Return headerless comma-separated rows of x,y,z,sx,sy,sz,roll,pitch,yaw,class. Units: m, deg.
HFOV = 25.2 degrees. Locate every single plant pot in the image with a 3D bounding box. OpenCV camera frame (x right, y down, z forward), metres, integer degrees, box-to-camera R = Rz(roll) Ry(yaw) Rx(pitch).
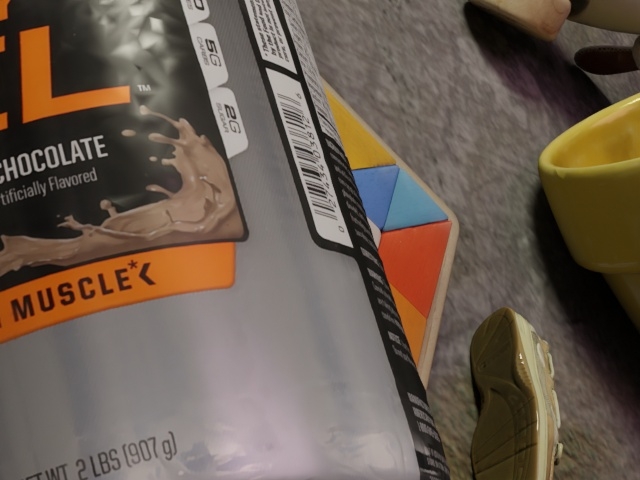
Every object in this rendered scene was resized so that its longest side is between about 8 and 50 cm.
0.317,0.006,1.047,0.254,0.254,0.239,-39,109,-58,plant pot

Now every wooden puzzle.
0.000,0.000,0.762,0.221,0.044,0.239,43,40,-31,wooden puzzle

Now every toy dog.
0.250,-0.215,1.214,0.334,0.220,0.161,46,2,-30,toy dog

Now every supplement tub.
-0.093,-0.018,0.540,0.207,0.207,0.338,11,53,-48,supplement tub

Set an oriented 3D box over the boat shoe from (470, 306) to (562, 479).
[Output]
0.123,0.107,0.860,0.048,0.056,0.153,33,32,-26,boat shoe
